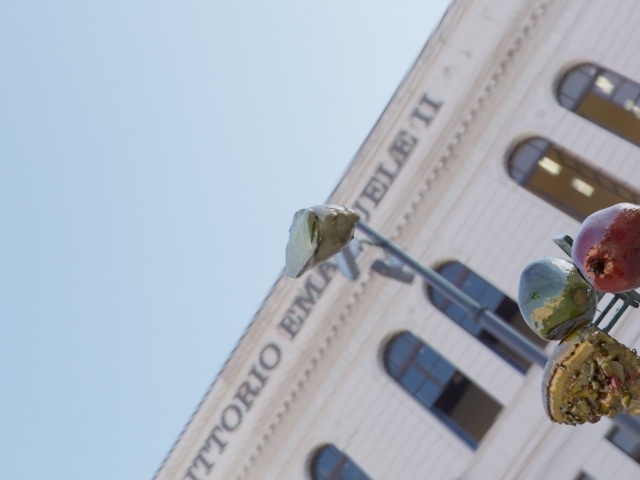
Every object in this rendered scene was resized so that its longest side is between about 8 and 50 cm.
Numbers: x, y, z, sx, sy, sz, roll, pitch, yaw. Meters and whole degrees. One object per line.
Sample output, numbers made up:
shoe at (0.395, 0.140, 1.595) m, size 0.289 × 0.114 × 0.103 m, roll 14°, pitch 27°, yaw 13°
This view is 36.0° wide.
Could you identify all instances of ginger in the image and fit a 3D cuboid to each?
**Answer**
ginger at (-0.003, 0.002, 1.803) m, size 0.122 × 0.115 × 0.193 m, roll -10°, pitch -16°, yaw -24°

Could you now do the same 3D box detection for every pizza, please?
pizza at (0.518, 0.285, 1.787) m, size 0.251 × 0.287 × 0.074 m, roll -52°, pitch 9°, yaw 51°

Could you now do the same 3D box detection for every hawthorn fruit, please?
hawthorn fruit at (0.621, 0.030, 2.091) m, size 0.225 × 0.196 × 0.196 m, roll -28°, pitch -43°, yaw -44°

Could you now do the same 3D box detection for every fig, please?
fig at (0.430, 0.108, 1.770) m, size 0.144 × 0.165 × 0.154 m, roll 3°, pitch -88°, yaw -5°

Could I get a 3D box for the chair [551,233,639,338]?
chair at (0.631, 0.125, 2.341) m, size 0.147 × 0.270 × 0.136 m, roll -52°, pitch 0°, yaw 0°
